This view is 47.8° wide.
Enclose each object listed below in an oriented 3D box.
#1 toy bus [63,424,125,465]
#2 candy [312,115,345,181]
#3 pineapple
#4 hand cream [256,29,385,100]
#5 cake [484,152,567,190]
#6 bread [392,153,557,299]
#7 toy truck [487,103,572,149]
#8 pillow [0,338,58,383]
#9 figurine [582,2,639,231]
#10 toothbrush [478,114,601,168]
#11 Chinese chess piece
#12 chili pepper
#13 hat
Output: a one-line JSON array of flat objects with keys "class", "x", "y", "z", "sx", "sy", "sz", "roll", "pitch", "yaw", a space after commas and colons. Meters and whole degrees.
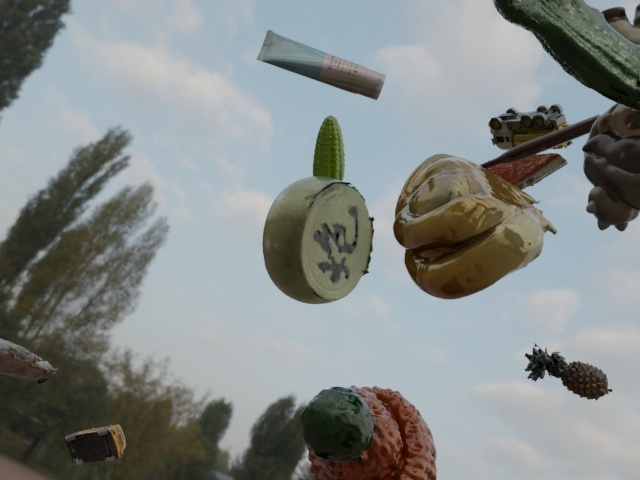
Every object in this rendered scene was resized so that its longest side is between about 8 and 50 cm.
[{"class": "toy bus", "x": -0.487, "y": 0.446, "z": 1.587, "sx": 0.162, "sy": 0.074, "sz": 0.069, "roll": -16, "pitch": -89, "yaw": 32}, {"class": "candy", "x": 0.026, "y": -0.259, "z": 2.094, "sx": 0.097, "sy": 0.097, "sz": 0.209, "roll": 15, "pitch": -64, "yaw": 29}, {"class": "pineapple", "x": 0.604, "y": 0.329, "z": 1.751, "sx": 0.222, "sy": 0.103, "sz": 0.083, "roll": 22, "pitch": -32, "yaw": -2}, {"class": "hand cream", "x": 0.002, "y": -0.424, "z": 1.777, "sx": 0.313, "sy": 0.111, "sz": 0.070, "roll": 19, "pitch": -33, "yaw": -4}, {"class": "cake", "x": 0.533, "y": -0.197, "z": 1.936, "sx": 0.220, "sy": 0.116, "sz": 0.086, "roll": -37, "pitch": -31, "yaw": 26}, {"class": "bread", "x": 0.318, "y": -0.051, "z": 1.543, "sx": 0.329, "sy": 0.424, "sz": 0.245, "roll": -17, "pitch": -72, "yaw": 13}, {"class": "toy truck", "x": 0.577, "y": -0.303, "z": 1.984, "sx": 0.227, "sy": 0.098, "sz": 0.114, "roll": 7, "pitch": -59, "yaw": 51}, {"class": "pillow", "x": -0.416, "y": 0.117, "z": 0.778, "sx": 0.249, "sy": 0.049, "sz": 0.135, "roll": 4, "pitch": -23, "yaw": 14}, {"class": "figurine", "x": 0.549, "y": -0.210, "z": 1.219, "sx": 0.249, "sy": 0.380, "sz": 0.203, "roll": -9, "pitch": 1, "yaw": 3}, {"class": "toothbrush", "x": 0.520, "y": -0.228, "z": 1.793, "sx": 0.364, "sy": 0.040, "sz": 0.041, "roll": -20, "pitch": -48, "yaw": 30}, {"class": "Chinese chess piece", "x": 0.000, "y": 0.000, "z": 1.955, "sx": 0.147, "sy": 0.349, "sz": 0.349, "roll": 5, "pitch": -32, "yaw": 39}, {"class": "chili pepper", "x": 0.235, "y": -0.202, "z": 0.682, "sx": 0.224, "sy": 0.098, "sz": 0.061, "roll": 51, "pitch": -37, "yaw": 7}, {"class": "hat", "x": 0.048, "y": 0.391, "z": 1.412, "sx": 0.285, "sy": 0.285, "sz": 0.400, "roll": 8, "pitch": -25, "yaw": 40}]
